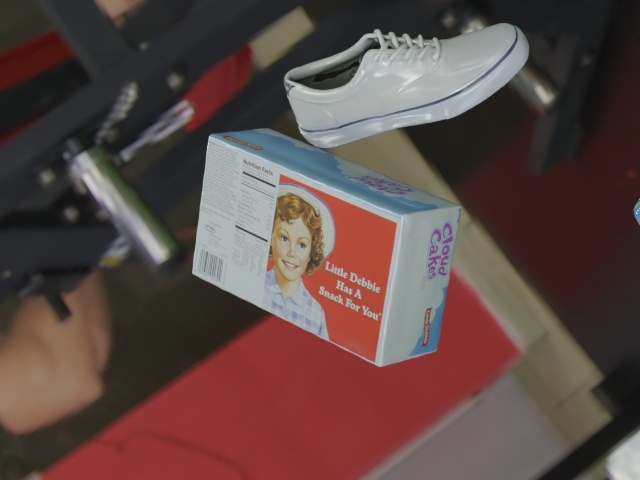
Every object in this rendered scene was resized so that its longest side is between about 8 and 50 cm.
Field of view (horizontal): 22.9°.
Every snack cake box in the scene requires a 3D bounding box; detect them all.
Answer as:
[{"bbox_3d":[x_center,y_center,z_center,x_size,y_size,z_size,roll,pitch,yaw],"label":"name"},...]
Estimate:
[{"bbox_3d":[0.000,0.000,1.530,0.264,0.089,0.152,25,114,38],"label":"snack cake box"}]

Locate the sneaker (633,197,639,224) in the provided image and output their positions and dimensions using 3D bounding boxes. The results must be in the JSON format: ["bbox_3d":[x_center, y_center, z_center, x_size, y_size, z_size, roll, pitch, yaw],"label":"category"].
[{"bbox_3d":[0.474,-0.060,1.917,0.078,0.188,0.067,55,-161,-9],"label":"sneaker"}]

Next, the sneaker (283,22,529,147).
[{"bbox_3d":[0.083,-0.171,1.613,0.091,0.258,0.094,56,-158,-38],"label":"sneaker"}]
